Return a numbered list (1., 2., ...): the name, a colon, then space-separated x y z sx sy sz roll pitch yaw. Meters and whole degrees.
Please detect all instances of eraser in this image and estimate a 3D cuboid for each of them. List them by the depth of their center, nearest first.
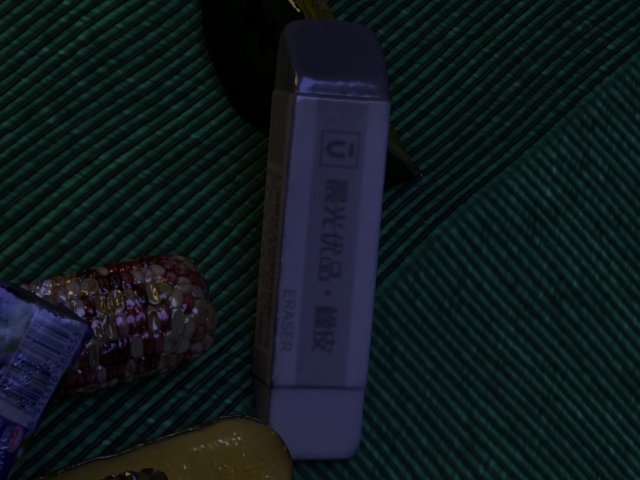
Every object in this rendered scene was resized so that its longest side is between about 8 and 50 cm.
1. eraser: 0.000 0.000 1.582 0.089 0.061 0.351 2 98 -17

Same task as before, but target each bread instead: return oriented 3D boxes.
1. bread: -0.140 0.207 1.504 0.246 0.094 0.102 -17 69 -23

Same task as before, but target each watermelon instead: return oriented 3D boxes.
1. watermelon: -0.016 -0.170 1.675 0.129 0.123 0.301 -22 81 -45

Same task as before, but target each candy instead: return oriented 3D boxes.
1. candy: -0.277 0.175 1.429 0.088 0.061 0.312 30 86 -12

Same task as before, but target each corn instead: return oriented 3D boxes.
1. corn: -0.221 0.078 1.518 0.290 0.098 0.098 -12 76 -20

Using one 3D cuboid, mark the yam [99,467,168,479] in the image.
1. yam: -0.104 0.286 1.404 0.061 0.061 0.252 -11 79 -21
